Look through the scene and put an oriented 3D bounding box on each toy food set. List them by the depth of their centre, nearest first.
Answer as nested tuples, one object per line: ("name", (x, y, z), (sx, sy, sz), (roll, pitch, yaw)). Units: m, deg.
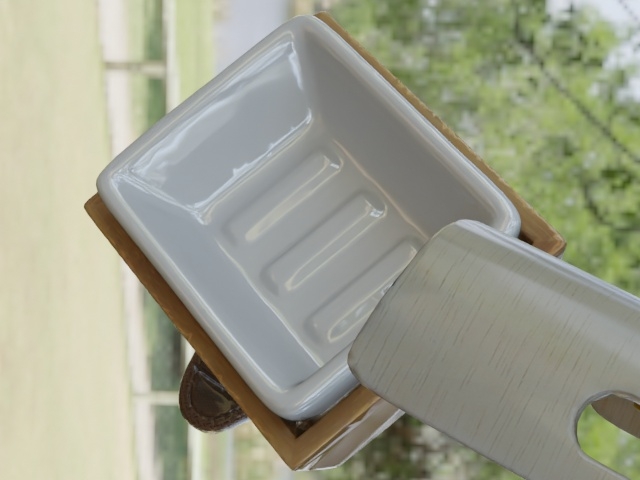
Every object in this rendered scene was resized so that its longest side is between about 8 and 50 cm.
("toy food set", (0.160, 0.093, 0.624), (0.092, 0.220, 0.306), (-64, 156, 2))

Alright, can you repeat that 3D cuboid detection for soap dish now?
("soap dish", (0.000, 0.000, 1.180), (0.291, 0.229, 0.118), (48, -5, 37))

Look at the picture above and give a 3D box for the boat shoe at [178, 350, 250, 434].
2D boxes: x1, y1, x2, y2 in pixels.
("boat shoe", (-0.033, 0.084, 1.615), (0.257, 0.095, 0.095), (-47, 170, -12))
